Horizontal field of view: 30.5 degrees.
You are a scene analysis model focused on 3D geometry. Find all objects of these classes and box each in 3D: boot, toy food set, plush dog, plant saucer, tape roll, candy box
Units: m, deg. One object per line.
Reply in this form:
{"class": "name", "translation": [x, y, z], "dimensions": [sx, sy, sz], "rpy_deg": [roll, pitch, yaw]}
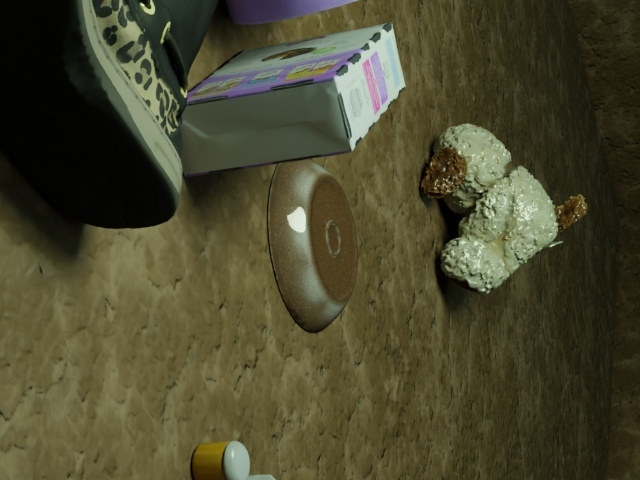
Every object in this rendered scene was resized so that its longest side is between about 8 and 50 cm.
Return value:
{"class": "boot", "translation": [-0.164, -0.225, 0.814], "dimensions": [0.377, 0.138, 0.284], "rpy_deg": [65, 29, -45]}
{"class": "toy food set", "translation": [-0.028, 0.275, 1.029], "dimensions": [0.111, 0.104, 0.232], "rpy_deg": [-68, 144, -51]}
{"class": "plush dog", "translation": [0.255, -0.076, 1.777], "dimensions": [0.225, 0.210, 0.262], "rpy_deg": [52, 25, -4]}
{"class": "plant saucer", "translation": [0.000, 0.000, 1.283], "dimensions": [0.198, 0.036, 0.199], "rpy_deg": [-8, 90, -69]}
{"class": "tape roll", "translation": [-0.009, -0.277, 1.147], "dimensions": [0.189, 0.189, 0.080], "rpy_deg": [-53, 131, -60]}
{"class": "candy box", "translation": [-0.026, -0.134, 1.090], "dimensions": [0.196, 0.164, 0.070], "rpy_deg": [-53, 132, -60]}
